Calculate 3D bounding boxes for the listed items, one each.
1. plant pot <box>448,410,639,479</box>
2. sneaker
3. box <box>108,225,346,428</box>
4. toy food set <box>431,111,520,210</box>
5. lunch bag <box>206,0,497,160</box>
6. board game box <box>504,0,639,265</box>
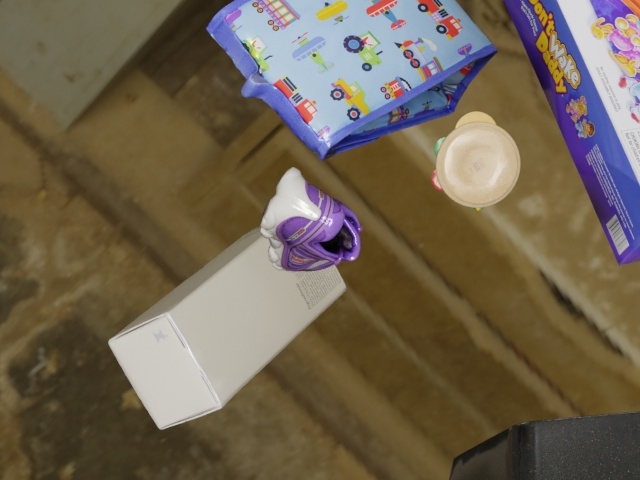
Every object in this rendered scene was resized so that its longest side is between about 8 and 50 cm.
[{"bbox_3d":[0.169,0.195,0.923,0.188,0.187,0.167,-2,73,-14],"label":"plant pot"},{"bbox_3d":[0.000,0.000,1.176,0.071,0.170,0.068,29,86,12],"label":"sneaker"},{"bbox_3d":[-0.089,0.076,1.587,0.113,0.094,0.275,61,37,-7],"label":"box"},{"bbox_3d":[0.144,-0.071,1.425,0.083,0.020,0.082,43,90,-12],"label":"toy food set"},{"bbox_3d":[0.025,-0.227,1.842,0.293,0.138,0.221,-27,71,-37],"label":"lunch bag"},{"bbox_3d":[0.312,-0.166,1.371,0.233,0.078,0.347,-11,67,-22],"label":"board game box"}]
